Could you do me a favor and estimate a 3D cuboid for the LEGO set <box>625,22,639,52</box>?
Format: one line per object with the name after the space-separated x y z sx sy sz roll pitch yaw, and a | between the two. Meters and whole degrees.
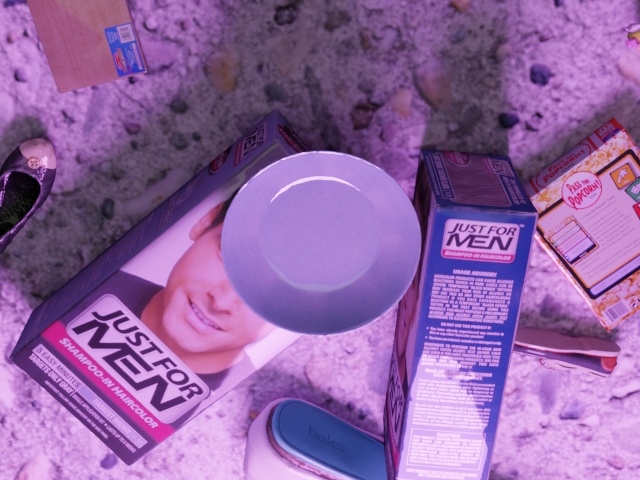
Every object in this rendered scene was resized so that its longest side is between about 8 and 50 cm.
0.350 -0.259 0.992 0.132 0.107 0.287 -45 106 -21 | LEGO set

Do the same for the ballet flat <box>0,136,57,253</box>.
-0.332 -0.035 1.076 0.057 0.049 0.173 32 109 -15 | ballet flat

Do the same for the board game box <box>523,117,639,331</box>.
0.319 -0.014 1.106 0.146 0.045 0.193 -37 110 14 | board game box

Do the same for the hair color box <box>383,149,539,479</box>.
0.139 0.095 1.078 0.105 0.174 0.348 5 113 -2 | hair color box

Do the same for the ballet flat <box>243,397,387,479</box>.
0.084 0.319 1.214 0.400 0.139 0.139 29 110 -9 | ballet flat

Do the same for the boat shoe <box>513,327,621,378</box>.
0.280 0.133 1.169 0.136 0.049 0.043 8 115 -10 | boat shoe

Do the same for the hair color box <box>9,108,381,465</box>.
-0.128 0.055 1.087 0.374 0.114 0.185 -38 109 13 | hair color box

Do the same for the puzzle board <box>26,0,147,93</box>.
-0.239 -0.220 1.020 0.096 0.011 0.128 -13 114 3 | puzzle board

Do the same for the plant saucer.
0.000 0.000 0.985 0.194 0.037 0.195 -1 112 -2 | plant saucer
